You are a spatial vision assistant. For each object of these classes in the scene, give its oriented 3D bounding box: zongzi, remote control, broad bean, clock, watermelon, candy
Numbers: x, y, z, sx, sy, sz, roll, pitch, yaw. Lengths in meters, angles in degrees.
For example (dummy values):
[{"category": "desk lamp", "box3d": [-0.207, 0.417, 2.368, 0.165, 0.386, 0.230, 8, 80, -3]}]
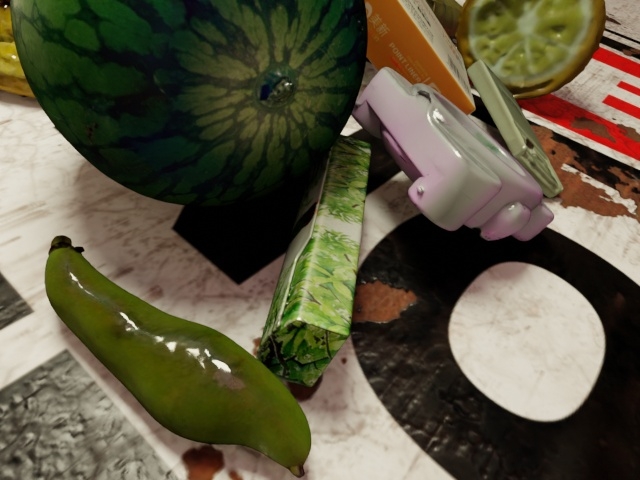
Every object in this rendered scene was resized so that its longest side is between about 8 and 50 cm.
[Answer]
[{"category": "zongzi", "box3d": [0.245, -0.566, 1.083, 0.256, 0.115, 0.228, -9, 44, -31]}, {"category": "remote control", "box3d": [0.312, -0.189, 0.739, 0.123, 0.038, 0.285, 31, 39, -31]}, {"category": "broad bean", "box3d": [-0.140, 0.079, 0.365, 0.325, 0.067, 0.075, 34, 35, 15]}, {"category": "clock", "box3d": [0.173, -0.098, 0.559, 0.248, 0.090, 0.227, 16, 37, -40]}, {"category": "watermelon", "box3d": [-0.118, -0.204, 0.460, 0.363, 0.363, 0.363, 7, 45, -7]}, {"category": "candy", "box3d": [0.387, -0.394, 0.840, 0.260, 0.260, 0.118, 28, 45, 13]}]

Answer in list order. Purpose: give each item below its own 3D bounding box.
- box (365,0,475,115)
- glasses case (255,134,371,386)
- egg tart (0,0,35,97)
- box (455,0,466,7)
[{"category": "box", "box3d": [0.140, -0.336, 0.735, 0.274, 0.091, 0.220, 43, 36, -26]}, {"category": "glasses case", "box3d": [0.000, 0.000, 0.459, 0.062, 0.095, 0.272, 19, 43, -7]}, {"category": "egg tart", "box3d": [-0.396, -0.322, 0.661, 0.294, 0.123, 0.294, 7, 46, -8]}, {"category": "box", "box3d": [0.463, -0.661, 1.278, 0.154, 0.040, 0.084, -14, 52, -28]}]
